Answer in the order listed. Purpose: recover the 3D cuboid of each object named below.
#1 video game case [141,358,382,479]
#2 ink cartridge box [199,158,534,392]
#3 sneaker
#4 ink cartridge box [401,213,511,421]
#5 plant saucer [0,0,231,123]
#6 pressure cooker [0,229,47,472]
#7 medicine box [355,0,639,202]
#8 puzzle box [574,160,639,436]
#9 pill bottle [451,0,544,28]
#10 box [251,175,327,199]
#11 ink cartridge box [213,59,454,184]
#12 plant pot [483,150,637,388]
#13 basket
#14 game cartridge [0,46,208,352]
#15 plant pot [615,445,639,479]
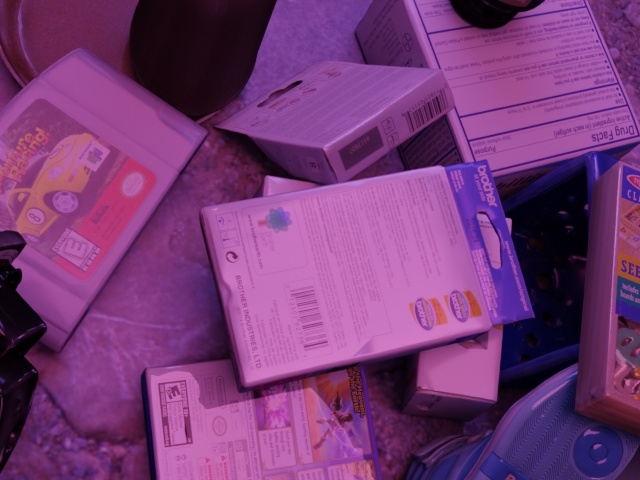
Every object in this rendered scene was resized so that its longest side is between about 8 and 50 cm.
[{"bbox_3d":[-0.057,0.260,0.970,0.244,0.061,0.270,-4,76,-18],"label":"video game case"},{"bbox_3d":[0.047,0.031,0.922,0.310,0.065,0.186,-12,75,-11],"label":"ink cartridge box"},{"bbox_3d":[0.196,0.227,0.962,0.127,0.208,0.319,43,94,-7],"label":"sneaker"},{"bbox_3d":[0.153,0.090,1.034,0.093,0.154,0.213,10,70,2],"label":"ink cartridge box"},{"bbox_3d":[-0.234,-0.260,1.083,0.310,0.050,0.311,6,71,-17],"label":"plant saucer"},{"bbox_3d":[-0.448,0.091,0.730,0.420,0.370,0.375,48,49,0],"label":"pressure cooker"},{"bbox_3d":[0.225,-0.205,1.161,0.263,0.149,0.290,-14,79,-22],"label":"medicine box"},{"bbox_3d":[0.454,0.108,0.905,0.408,0.052,0.272,21,57,-10],"label":"puzzle box"},{"bbox_3d":[0.230,-0.333,1.001,0.122,0.219,0.123,6,70,-16],"label":"pill bottle"},{"bbox_3d":[0.000,0.000,1.033,0.170,0.130,0.091,8,73,-15],"label":"box"},{"bbox_3d":[0.012,-0.146,1.060,0.189,0.232,0.066,-36,117,-25],"label":"ink cartridge box"},{"bbox_3d":[0.339,0.059,1.076,0.212,0.236,0.236,13,68,-20],"label":"plant pot"},{"bbox_3d":[-0.117,-0.273,0.976,0.154,0.227,0.205,13,71,-14],"label":"basket"},{"bbox_3d":[-0.281,-0.054,0.970,0.196,0.060,0.294,33,78,-4],"label":"game cartridge"},{"bbox_3d":[0.324,0.364,0.965,0.271,0.272,0.255,12,56,-14],"label":"plant pot"}]
